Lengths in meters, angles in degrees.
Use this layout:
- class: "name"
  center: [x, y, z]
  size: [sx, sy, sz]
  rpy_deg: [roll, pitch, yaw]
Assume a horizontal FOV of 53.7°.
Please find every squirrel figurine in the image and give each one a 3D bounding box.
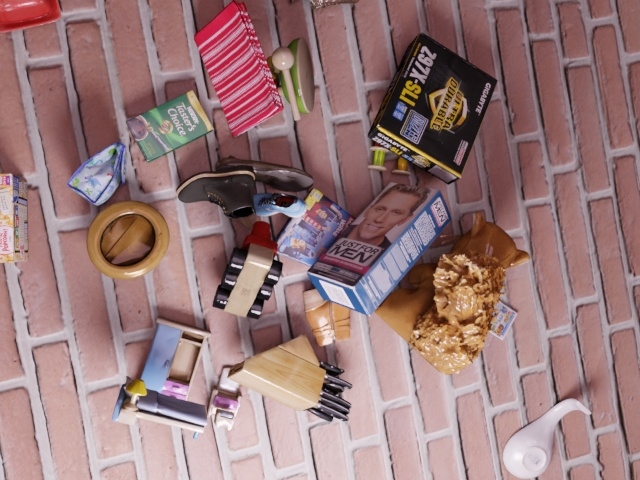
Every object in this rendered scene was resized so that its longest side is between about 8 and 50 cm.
- class: "squirrel figurine"
  center: [0.349, 0.123, 1.528]
  size: [0.281, 0.397, 0.370]
  rpy_deg: [42, 90, -4]

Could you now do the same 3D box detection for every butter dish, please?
- class: "butter dish"
  center: [-0.700, -0.579, 1.446]
  size: [0.160, 0.118, 0.159]
  rpy_deg: [-17, 92, -12]

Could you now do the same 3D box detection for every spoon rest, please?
- class: "spoon rest"
  center: [0.623, 0.546, 1.755]
  size: [0.137, 0.084, 0.276]
  rpy_deg: [43, 94, -7]

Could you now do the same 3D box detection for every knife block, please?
- class: "knife block"
  center: [-0.057, 0.366, 1.539]
  size: [0.276, 0.088, 0.242]
  rpy_deg: [-17, 76, -40]

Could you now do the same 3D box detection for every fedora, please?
- class: "fedora"
  center: [-0.459, 0.001, 1.511]
  size: [0.194, 0.079, 0.194]
  rpy_deg: [2, 84, -17]

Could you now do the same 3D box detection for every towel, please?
- class: "towel"
  center: [-0.204, -0.409, 1.525]
  size: [0.031, 0.199, 0.274]
  rpy_deg: [-25, 95, -45]

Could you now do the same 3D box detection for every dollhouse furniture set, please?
- class: "dollhouse furniture set"
  center: [-0.291, 0.314, 1.429]
  size: [0.286, 0.303, 0.198]
  rpy_deg: [18, 86, -12]

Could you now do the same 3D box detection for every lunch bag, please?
- class: "lunch bag"
  center: [-0.504, -0.158, 1.477]
  size: [0.096, 0.129, 0.151]
  rpy_deg: [35, 80, -11]

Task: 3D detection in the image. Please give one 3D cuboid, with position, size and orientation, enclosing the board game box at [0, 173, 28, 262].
- class: "board game box"
  center: [-0.697, -0.047, 1.424]
  size: [0.045, 0.147, 0.193]
  rpy_deg: [-1, 89, -13]

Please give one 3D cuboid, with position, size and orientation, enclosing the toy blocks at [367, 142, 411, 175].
- class: "toy blocks"
  center: [0.192, -0.254, 1.672]
  size: [0.123, 0.054, 0.148]
  rpy_deg: [10, 87, -13]

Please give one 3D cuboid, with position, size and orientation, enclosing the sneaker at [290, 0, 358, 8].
- class: "sneaker"
  center: [0.008, -0.632, 1.642]
  size: [0.188, 0.066, 0.071]
  rpy_deg: [12, 103, -7]

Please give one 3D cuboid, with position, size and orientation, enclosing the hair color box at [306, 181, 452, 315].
- class: "hair color box"
  center: [0.147, 0.010, 1.548]
  size: [0.347, 0.174, 0.105]
  rpy_deg: [-46, 126, -23]

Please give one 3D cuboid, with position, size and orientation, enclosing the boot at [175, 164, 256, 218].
- class: "boot"
  center: [-0.250, -0.098, 1.512]
  size: [0.198, 0.077, 0.137]
  rpy_deg: [-18, 53, 10]

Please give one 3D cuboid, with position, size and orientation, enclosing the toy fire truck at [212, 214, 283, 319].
- class: "toy fire truck"
  center: [-0.185, 0.031, 1.539]
  size: [0.159, 0.217, 0.246]
  rpy_deg: [18, 44, -11]

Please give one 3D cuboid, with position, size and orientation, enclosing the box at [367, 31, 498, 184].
- class: "box"
  center: [0.298, -0.346, 1.652]
  size: [0.257, 0.079, 0.322]
  rpy_deg: [28, 70, -9]

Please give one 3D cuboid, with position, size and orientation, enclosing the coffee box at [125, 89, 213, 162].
- class: "coffee box"
  center: [-0.369, -0.281, 1.554]
  size: [0.184, 0.040, 0.113]
  rpy_deg: [-28, 95, -11]

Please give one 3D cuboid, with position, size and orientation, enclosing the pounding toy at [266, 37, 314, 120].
- class: "pounding toy"
  center: [-0.090, -0.393, 1.546]
  size: [0.110, 0.237, 0.182]
  rpy_deg: [-3, 111, 12]

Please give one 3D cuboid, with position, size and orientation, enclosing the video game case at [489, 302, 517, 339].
- class: "video game case"
  center: [0.477, 0.208, 1.751]
  size: [0.122, 0.011, 0.087]
  rpy_deg: [33, 82, -10]

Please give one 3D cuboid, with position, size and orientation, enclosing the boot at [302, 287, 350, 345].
- class: "boot"
  center: [0.060, 0.180, 1.630]
  size: [0.197, 0.073, 0.152]
  rpy_deg: [-15, 91, 0]

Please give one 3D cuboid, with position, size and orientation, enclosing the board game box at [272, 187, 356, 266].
- class: "board game box"
  center: [0.000, 0.000, 1.623]
  size: [0.194, 0.060, 0.194]
  rpy_deg: [37, 82, -11]

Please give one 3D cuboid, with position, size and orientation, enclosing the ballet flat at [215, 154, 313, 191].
- class: "ballet flat"
  center: [-0.139, -0.174, 1.595]
  size: [0.250, 0.084, 0.058]
  rpy_deg: [6, 51, -10]

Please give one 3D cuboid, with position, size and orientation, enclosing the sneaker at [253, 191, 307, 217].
- class: "sneaker"
  center: [-0.117, -0.100, 1.569]
  size: [0.162, 0.073, 0.063]
  rpy_deg: [2, 70, 18]
